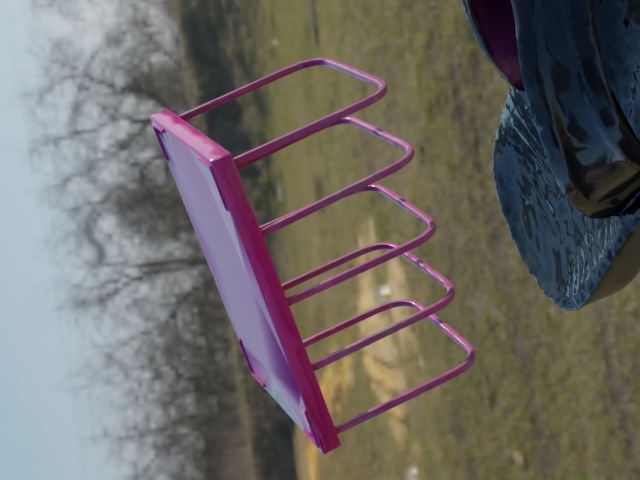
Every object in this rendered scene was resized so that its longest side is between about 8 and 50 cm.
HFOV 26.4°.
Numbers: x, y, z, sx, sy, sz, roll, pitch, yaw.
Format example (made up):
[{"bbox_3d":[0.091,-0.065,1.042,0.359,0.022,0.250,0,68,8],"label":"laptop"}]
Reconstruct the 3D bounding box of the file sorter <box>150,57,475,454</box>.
[{"bbox_3d":[0.000,0.000,1.249,0.202,0.182,0.291,37,150,64],"label":"file sorter"}]

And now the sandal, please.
[{"bbox_3d":[0.136,-0.079,0.715,0.446,0.107,0.168,91,156,-60],"label":"sandal"}]
